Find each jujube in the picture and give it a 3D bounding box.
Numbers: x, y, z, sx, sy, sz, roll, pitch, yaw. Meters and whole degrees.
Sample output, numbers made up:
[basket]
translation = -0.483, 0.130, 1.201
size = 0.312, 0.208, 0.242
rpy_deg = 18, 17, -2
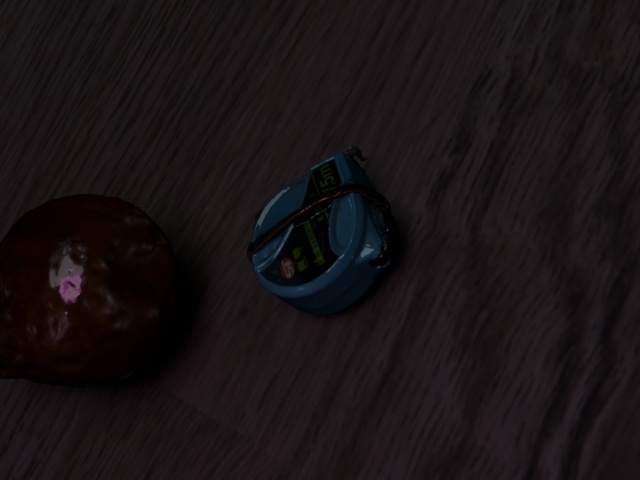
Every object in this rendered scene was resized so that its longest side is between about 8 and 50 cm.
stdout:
[jujube]
translation = -0.256, 0.059, 1.043
size = 0.255, 0.190, 0.190
rpy_deg = -23, 58, 31

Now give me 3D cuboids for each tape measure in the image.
[tape measure]
translation = 0.000, 0.000, 0.955
size = 0.146, 0.081, 0.125
rpy_deg = -31, 53, 19
